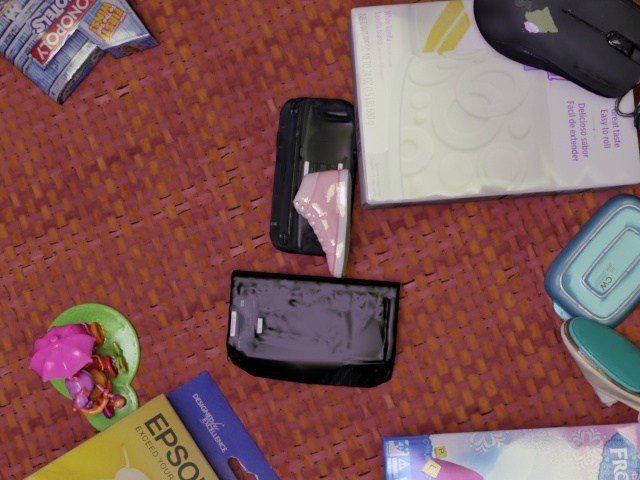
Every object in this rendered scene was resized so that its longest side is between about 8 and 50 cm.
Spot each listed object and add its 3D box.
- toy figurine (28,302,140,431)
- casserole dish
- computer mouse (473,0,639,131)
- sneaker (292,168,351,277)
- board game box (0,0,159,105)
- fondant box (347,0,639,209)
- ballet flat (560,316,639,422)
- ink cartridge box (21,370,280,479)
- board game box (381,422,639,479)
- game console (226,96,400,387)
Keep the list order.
[{"bbox_3d":[-0.297,0.163,1.539,0.130,0.159,0.173,-21,86,5],"label":"toy figurine"},{"bbox_3d":[0.360,0.027,1.537,0.114,0.037,0.188,41,93,7],"label":"casserole dish"},{"bbox_3d":[0.311,-0.248,1.441,0.272,0.072,0.188,20,86,0],"label":"computer mouse"},{"bbox_3d":[0.001,-0.021,1.530,0.070,0.051,0.134,1,84,6],"label":"sneaker"},{"bbox_3d":[-0.316,-0.281,1.615,0.194,0.060,0.194,40,92,7],"label":"board game box"},{"bbox_3d":[0.206,-0.169,1.516,0.330,0.096,0.238,-5,86,-2],"label":"fondant box"},{"bbox_3d":[0.386,0.183,1.507,0.248,0.086,0.086,31,91,4],"label":"ballet flat"},{"bbox_3d":[-0.166,0.345,1.484,0.307,0.072,0.303,-32,83,-28],"label":"ink cartridge box"},{"bbox_3d":[0.238,0.378,1.449,0.318,0.066,0.318,-5,76,6],"label":"board game box"},{"bbox_3d":[0.000,0.000,1.576,0.213,0.044,0.361,5,88,5],"label":"game console"}]
